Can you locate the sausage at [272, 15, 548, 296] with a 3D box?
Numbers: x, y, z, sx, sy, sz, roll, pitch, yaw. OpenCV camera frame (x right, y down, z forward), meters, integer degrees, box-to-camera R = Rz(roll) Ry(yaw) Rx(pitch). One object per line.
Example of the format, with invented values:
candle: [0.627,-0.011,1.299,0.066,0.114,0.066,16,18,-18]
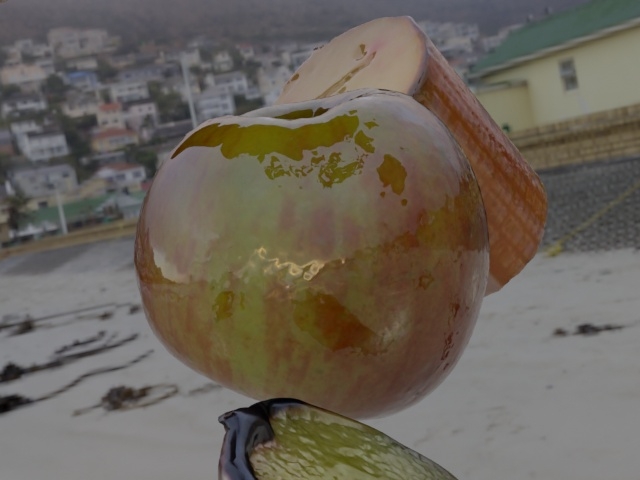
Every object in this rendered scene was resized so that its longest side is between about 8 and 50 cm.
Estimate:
sausage: [0.106,-0.084,1.206,0.233,0.233,0.287,-8,-39,43]

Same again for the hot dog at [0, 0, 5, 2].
hot dog: [-0.385,-0.471,1.181,0.223,0.185,0.405,-48,-7,-35]

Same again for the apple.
apple: [0.000,0.000,0.828,0.301,0.302,0.301,-11,3,1]

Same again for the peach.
peach: [0.048,0.180,0.578,0.279,0.068,0.189,31,17,-20]
